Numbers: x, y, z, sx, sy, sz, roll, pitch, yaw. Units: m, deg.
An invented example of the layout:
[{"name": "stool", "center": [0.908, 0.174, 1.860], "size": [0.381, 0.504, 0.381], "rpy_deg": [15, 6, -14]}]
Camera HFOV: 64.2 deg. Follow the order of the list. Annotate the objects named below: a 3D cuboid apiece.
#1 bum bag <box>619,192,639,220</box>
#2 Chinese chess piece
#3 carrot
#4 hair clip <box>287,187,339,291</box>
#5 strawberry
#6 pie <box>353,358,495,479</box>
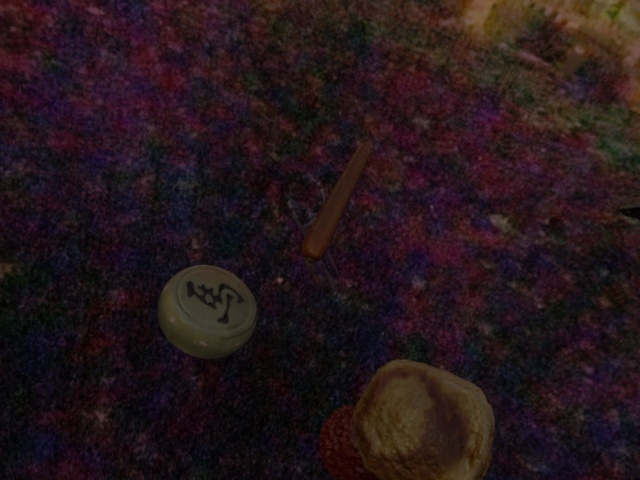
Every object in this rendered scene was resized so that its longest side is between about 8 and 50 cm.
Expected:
[{"name": "bum bag", "center": [0.852, -0.092, 1.332], "size": [0.102, 0.069, 0.248], "rpy_deg": [-6, 8, 36]}, {"name": "Chinese chess piece", "center": [-0.282, 0.176, 1.292], "size": [0.250, 0.101, 0.250], "rpy_deg": [22, 37, -18]}, {"name": "carrot", "center": [0.032, -0.070, 0.882], "size": [0.043, 0.043, 0.247], "rpy_deg": [27, 72, 3]}, {"name": "hair clip", "center": [-0.014, 0.001, 1.186], "size": [0.090, 0.278, 0.137], "rpy_deg": [-12, 38, -3]}, {"name": "strawberry", "center": [0.140, 0.669, 1.637], "size": [0.292, 0.291, 0.310], "rpy_deg": [27, -4, 4]}, {"name": "pie", "center": [0.149, 0.275, 0.750], "size": [0.205, 0.178, 0.084], "rpy_deg": [21, -3, 22]}]
